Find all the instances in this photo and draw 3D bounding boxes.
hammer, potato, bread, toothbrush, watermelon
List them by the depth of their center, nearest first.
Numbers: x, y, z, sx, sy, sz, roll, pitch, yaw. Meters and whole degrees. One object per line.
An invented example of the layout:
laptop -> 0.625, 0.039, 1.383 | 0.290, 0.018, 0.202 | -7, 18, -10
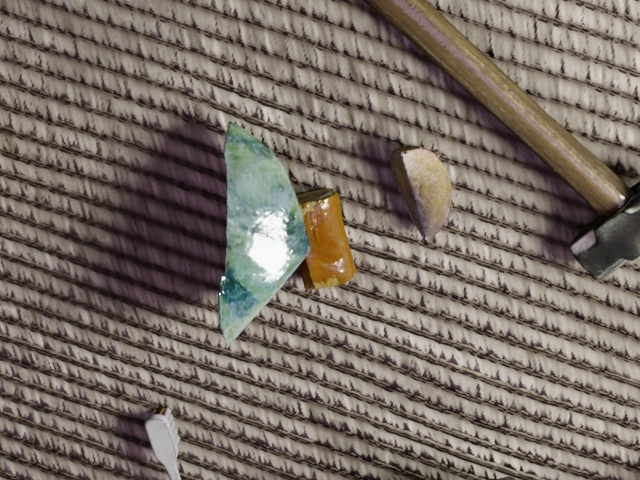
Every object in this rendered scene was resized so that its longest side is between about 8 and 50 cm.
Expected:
hammer -> 0.132, -0.120, 1.486 | 0.365, 0.043, 0.111 | 42, 136, -5
potato -> 0.082, -0.050, 1.541 | 0.037, 0.036, 0.093 | -32, 131, -15
watermelon -> -0.056, -0.006, 1.552 | 0.081, 0.094, 0.180 | -1, 109, -21
bread -> 0.000, 0.000, 1.574 | 0.047, 0.036, 0.083 | -9, 115, 10
toothbrush -> -0.103, 0.304, 1.740 | 0.025, 0.030, 0.342 | -10, 113, 15

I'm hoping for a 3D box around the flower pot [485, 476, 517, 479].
flower pot -> 0.089, 0.356, 1.609 | 0.299, 0.299, 0.283 | 43, 127, -11
